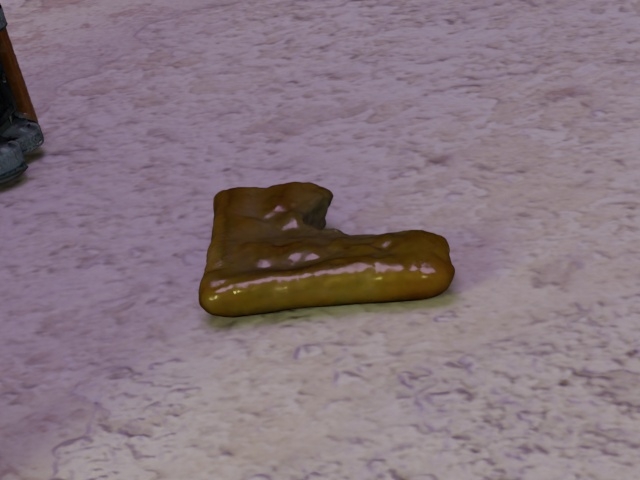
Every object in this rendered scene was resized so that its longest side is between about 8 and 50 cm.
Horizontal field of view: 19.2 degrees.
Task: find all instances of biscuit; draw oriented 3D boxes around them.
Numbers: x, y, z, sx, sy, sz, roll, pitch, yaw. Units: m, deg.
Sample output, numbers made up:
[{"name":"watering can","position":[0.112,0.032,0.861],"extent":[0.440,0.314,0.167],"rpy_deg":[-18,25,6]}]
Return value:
[{"name":"biscuit","position":[0.000,0.000,1.337],"extent":[0.174,0.039,0.183],"rpy_deg":[-8,25,0]}]

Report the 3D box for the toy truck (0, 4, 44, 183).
[{"name":"toy truck","position":[-0.355,-0.077,1.503],"extent":[0.184,0.133,0.338],"rpy_deg":[-11,20,15]}]
